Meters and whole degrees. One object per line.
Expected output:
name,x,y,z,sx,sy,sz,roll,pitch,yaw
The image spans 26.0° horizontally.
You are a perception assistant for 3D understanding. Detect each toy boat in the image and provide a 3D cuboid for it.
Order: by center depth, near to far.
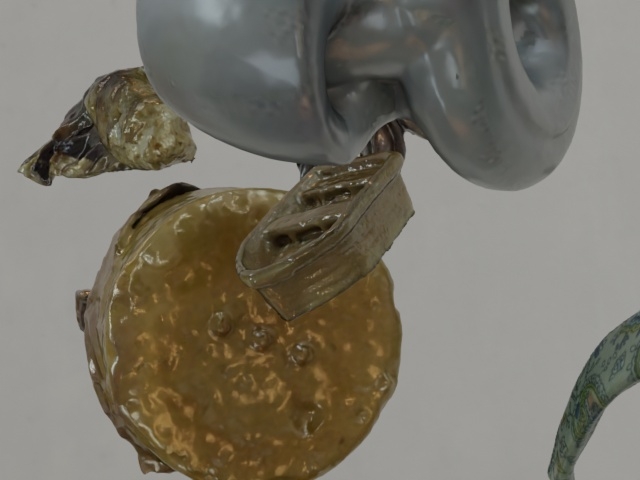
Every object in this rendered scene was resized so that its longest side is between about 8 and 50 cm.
toy boat,0.000,0.000,1.184,0.116,0.061,0.188,-9,28,41

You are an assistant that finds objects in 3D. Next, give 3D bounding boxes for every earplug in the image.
earplug,0.044,-0.135,0.878,0.175,0.325,0.214,-16,76,59

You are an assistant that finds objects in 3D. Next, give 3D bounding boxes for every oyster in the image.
oyster,-0.254,-0.122,1.571,0.294,0.094,0.166,-16,41,33

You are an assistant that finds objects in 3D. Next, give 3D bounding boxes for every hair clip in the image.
hair clip,0.181,0.083,0.824,0.229,0.036,0.066,117,172,-45

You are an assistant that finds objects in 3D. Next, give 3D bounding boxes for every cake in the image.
cake,-0.105,0.097,1.513,0.332,0.332,0.321,-71,18,-4

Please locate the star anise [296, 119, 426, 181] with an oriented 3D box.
star anise,0.050,-0.167,1.423,0.109,0.236,0.223,-110,33,-47
